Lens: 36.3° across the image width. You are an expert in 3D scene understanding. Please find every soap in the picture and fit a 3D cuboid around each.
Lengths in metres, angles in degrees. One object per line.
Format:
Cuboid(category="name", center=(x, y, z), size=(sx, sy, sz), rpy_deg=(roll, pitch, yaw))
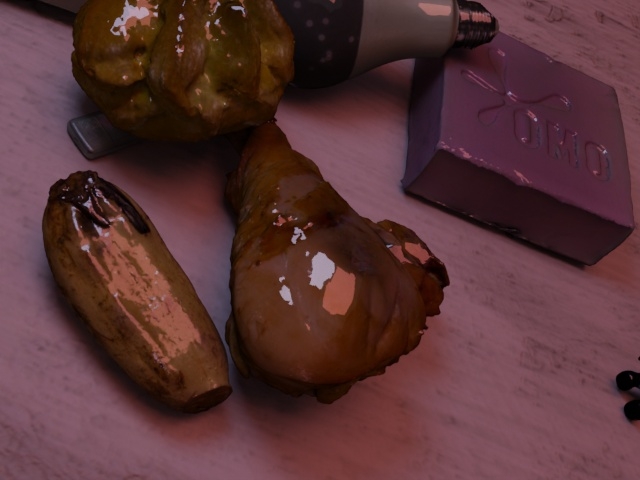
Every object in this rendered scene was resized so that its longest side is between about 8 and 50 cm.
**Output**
Cuboid(category="soap", center=(0.261, -0.140, 1.298), size=(0.296, 0.107, 0.285), rpy_deg=(21, 48, -17))

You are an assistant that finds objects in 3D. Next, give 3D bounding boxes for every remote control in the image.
Cuboid(category="remote control", center=(-0.216, -0.127, 1.072), size=(0.124, 0.018, 0.053), rpy_deg=(-28, 76, -40))

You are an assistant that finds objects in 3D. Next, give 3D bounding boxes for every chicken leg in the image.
Cuboid(category="chicken leg", center=(0.000, 0.000, 1.039), size=(0.295, 0.182, 0.409), rpy_deg=(9, 38, -36))

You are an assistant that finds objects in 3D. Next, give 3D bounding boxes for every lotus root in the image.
Cuboid(category="lotus root", center=(-0.178, 0.053, 0.918), size=(0.110, 0.097, 0.258), rpy_deg=(-29, 83, -33))

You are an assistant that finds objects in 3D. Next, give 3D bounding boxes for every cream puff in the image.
Cuboid(category="cream puff", center=(-0.141, -0.203, 1.026), size=(0.244, 0.196, 0.244), rpy_deg=(-7, 56, 10))

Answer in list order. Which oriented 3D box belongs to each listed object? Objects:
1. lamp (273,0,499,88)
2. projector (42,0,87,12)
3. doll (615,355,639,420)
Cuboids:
Cuboid(category="lamp", center=(0.050, -0.286, 1.217), size=(0.313, 0.182, 0.182), rpy_deg=(-9, 63, -23))
Cuboid(category="projector", center=(-0.329, -0.387, 1.151), size=(0.259, 0.079, 0.257), rpy_deg=(17, 51, -19))
Cuboid(category="doll", center=(0.456, 0.177, 1.207), size=(0.195, 0.070, 0.096), rpy_deg=(-6, 76, -25))
